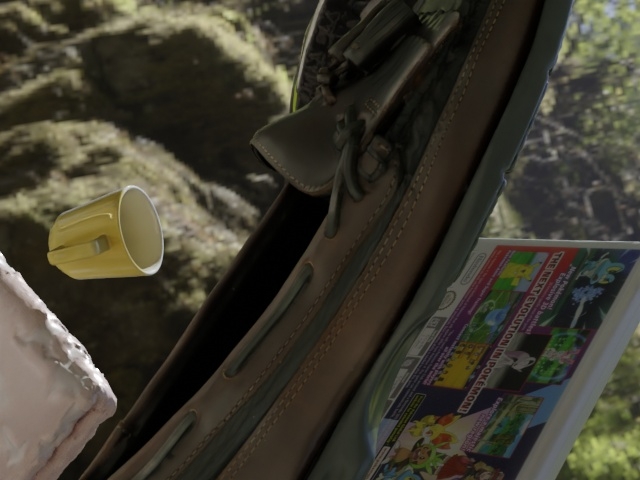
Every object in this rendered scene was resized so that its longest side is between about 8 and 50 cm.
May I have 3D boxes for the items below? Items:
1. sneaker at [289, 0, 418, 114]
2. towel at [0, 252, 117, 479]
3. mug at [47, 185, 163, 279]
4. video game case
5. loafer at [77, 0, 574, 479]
[{"bbox_3d":[0.064,-0.165,0.643,0.300,0.111,0.121,-66,-165,5],"label":"sneaker"},{"bbox_3d":[-0.329,0.125,0.948,0.317,0.053,0.332,-51,-123,6],"label":"towel"},{"bbox_3d":[-0.152,-0.004,0.884,0.064,0.078,0.062,-12,-114,19],"label":"mug"},{"bbox_3d":[0.071,0.073,0.716,0.183,0.201,0.023,2,-47,43],"label":"video game case"},{"bbox_3d":[0.000,0.000,0.431,0.268,0.084,0.096,-66,-171,-2],"label":"loafer"}]
